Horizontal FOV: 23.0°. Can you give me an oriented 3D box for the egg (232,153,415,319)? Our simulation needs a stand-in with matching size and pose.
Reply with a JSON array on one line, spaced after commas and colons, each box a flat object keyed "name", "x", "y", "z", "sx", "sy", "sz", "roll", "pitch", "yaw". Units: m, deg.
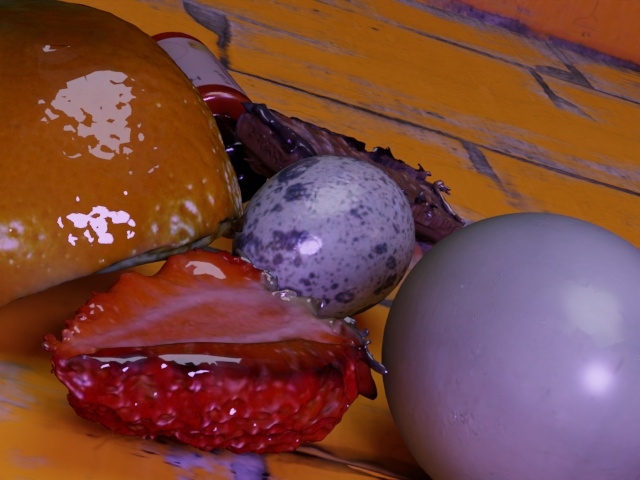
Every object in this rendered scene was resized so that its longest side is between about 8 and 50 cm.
[{"name": "egg", "x": 0.000, "y": 0.000, "z": 1.256, "sx": 0.132, "sy": 0.132, "sz": 0.172, "roll": 30, "pitch": 32, "yaw": 30}]

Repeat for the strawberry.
[{"name": "strawberry", "x": -0.067, "y": 0.090, "z": 0.985, "sx": 0.174, "sy": 0.098, "sz": 0.228, "roll": 26, "pitch": 22, "yaw": 21}]

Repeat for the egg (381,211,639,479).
[{"name": "egg", "x": 0.143, "y": 0.083, "z": 1.036, "sx": 0.202, "sy": 0.203, "sz": 0.282, "roll": 16, "pitch": 1, "yaw": -10}]

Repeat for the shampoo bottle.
[{"name": "shampoo bottle", "x": -0.115, "y": -0.112, "z": 1.506, "sx": 0.104, "sy": 0.104, "sz": 0.278, "roll": 11, "pitch": 20, "yaw": -24}]

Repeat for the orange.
[{"name": "orange", "x": -0.213, "y": -0.067, "z": 1.142, "sx": 0.262, "sy": 0.196, "sz": 0.334, "roll": -21, "pitch": 38, "yaw": -19}]

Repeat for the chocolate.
[{"name": "chocolate", "x": 0.034, "y": -0.053, "z": 1.454, "sx": 0.102, "sy": 0.065, "sz": 0.329, "roll": 44, "pitch": 14, "yaw": 31}]
